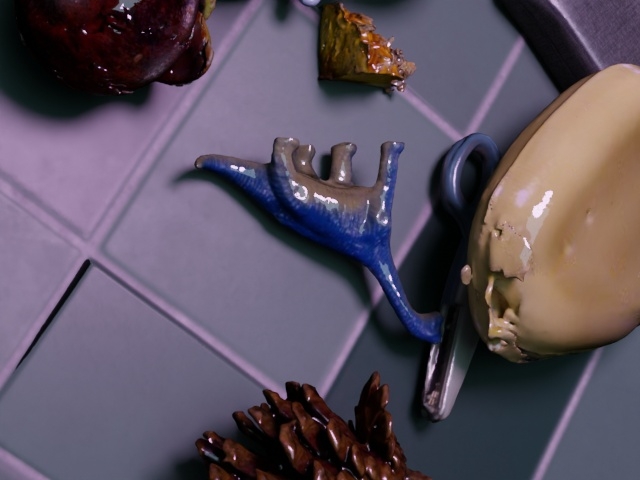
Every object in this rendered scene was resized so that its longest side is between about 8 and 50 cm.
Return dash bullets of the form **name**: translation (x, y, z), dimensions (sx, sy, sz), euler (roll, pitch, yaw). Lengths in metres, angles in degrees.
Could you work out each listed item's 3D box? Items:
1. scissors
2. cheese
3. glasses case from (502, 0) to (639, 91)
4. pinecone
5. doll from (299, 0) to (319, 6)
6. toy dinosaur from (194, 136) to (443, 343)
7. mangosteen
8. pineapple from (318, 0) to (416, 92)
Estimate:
- **scissors**: translation (0.146, 0.039, 1.252), dimensions (0.138, 0.041, 0.289), euler (31, 66, -32)
- **cheese**: translation (0.244, -0.006, 1.232), dimensions (0.316, 0.128, 0.260), euler (-40, 117, -38)
- **glasses case**: translation (0.322, -0.180, 1.359), dimensions (0.131, 0.074, 0.323), euler (-43, 102, -24)
- **pinecone**: translation (-0.021, 0.209, 1.067), dimensions (0.212, 0.168, 0.186), euler (-3, 75, -26)
- **doll**: translation (0.015, -0.295, 1.175), dimensions (0.287, 0.151, 0.151), euler (-11, 87, -16)
- **toy dinosaur**: translation (0.000, 0.000, 1.167), dimensions (0.247, 0.075, 0.188), euler (2, 84, -24)
- **mangosteen**: translation (-0.161, -0.200, 1.075), dimensions (0.180, 0.166, 0.166), euler (6, 79, -51)
- **pineapple**: translation (0.047, -0.169, 1.230), dimensions (0.114, 0.114, 0.077), euler (21, 110, -40)
